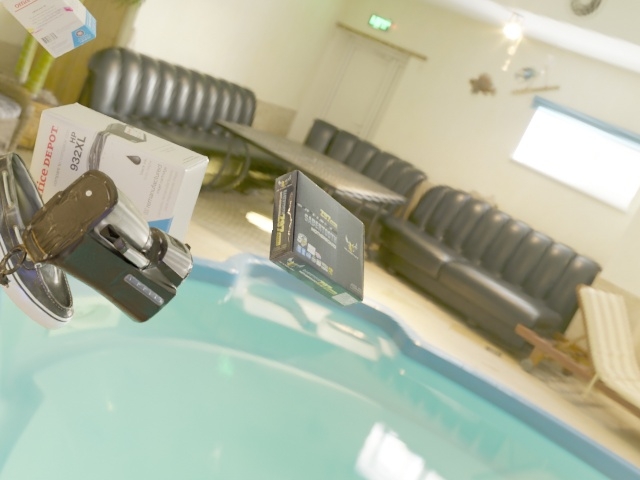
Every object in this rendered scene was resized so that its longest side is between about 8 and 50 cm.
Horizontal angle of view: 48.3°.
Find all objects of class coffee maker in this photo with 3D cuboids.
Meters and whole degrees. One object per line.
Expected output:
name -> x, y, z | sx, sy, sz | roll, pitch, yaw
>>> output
coffee maker -> -0.278, 0.022, 0.911 | 0.178, 0.171, 0.120 | 52, 17, -48

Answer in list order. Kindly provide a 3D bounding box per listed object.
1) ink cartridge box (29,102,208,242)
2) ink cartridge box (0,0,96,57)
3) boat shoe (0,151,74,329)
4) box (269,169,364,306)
ink cartridge box -> -0.412, -0.111, 1.427 | 0.308, 0.223, 0.129 | 23, 19, 6
ink cartridge box -> -0.538, -0.458, 1.397 | 0.181, 0.104, 0.061 | 52, 20, -50
boat shoe -> -0.520, 0.001, 1.280 | 0.335, 0.119, 0.121 | 64, 12, -11
box -> 0.000, 0.000, 1.370 | 0.233, 0.059, 0.183 | 38, 43, -42
